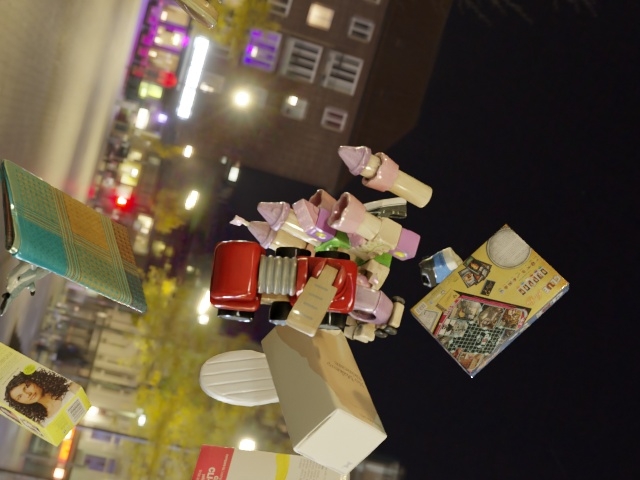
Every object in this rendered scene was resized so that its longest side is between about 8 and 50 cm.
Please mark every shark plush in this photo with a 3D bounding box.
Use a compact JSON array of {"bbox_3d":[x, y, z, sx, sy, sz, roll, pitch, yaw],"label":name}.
[{"bbox_3d":[-0.610,0.088,1.892,0.073,0.067,0.161,-7,-135,38],"label":"shark plush"}]

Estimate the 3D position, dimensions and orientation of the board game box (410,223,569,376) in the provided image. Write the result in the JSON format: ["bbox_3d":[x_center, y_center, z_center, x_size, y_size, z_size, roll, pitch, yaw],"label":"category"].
[{"bbox_3d":[0.309,0.109,1.671,0.243,0.165,0.042,-41,156,-3],"label":"board game box"}]

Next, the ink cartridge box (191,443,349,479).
[{"bbox_3d":[-0.124,0.686,2.336,0.160,0.384,0.279,-76,167,-48],"label":"ink cartridge box"}]

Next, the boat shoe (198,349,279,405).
[{"bbox_3d":[-0.108,0.315,2.022,0.119,0.335,0.121,127,-38,-62],"label":"boat shoe"}]

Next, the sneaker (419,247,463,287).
[{"bbox_3d":[0.251,0.067,1.870,0.152,0.084,0.058,40,31,-59],"label":"sneaker"}]

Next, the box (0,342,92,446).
[{"bbox_3d":[-0.470,0.226,1.408,0.087,0.232,0.058,-52,149,-32],"label":"box"}]

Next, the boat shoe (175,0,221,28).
[{"bbox_3d":[-0.324,-0.612,2.147,0.089,0.285,0.104,-43,161,-1],"label":"boat shoe"}]

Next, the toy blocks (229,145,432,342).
[{"bbox_3d":[0.000,0.000,1.629,0.288,0.260,0.309,-28,-140,56],"label":"toy blocks"}]

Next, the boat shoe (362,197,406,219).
[{"bbox_3d":[0.115,-0.055,1.717,0.049,0.142,0.040,-14,-92,47],"label":"boat shoe"}]

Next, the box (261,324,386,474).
[{"bbox_3d":[0.000,0.285,1.767,0.121,0.148,0.311,-45,-145,15],"label":"box"}]

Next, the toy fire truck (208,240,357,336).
[{"bbox_3d":[-0.055,0.068,1.304,0.246,0.216,0.159,96,0,-77],"label":"toy fire truck"}]

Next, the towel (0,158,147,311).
[{"bbox_3d":[-0.540,-0.002,1.987,0.040,0.370,0.271,-37,-131,16],"label":"towel"}]
